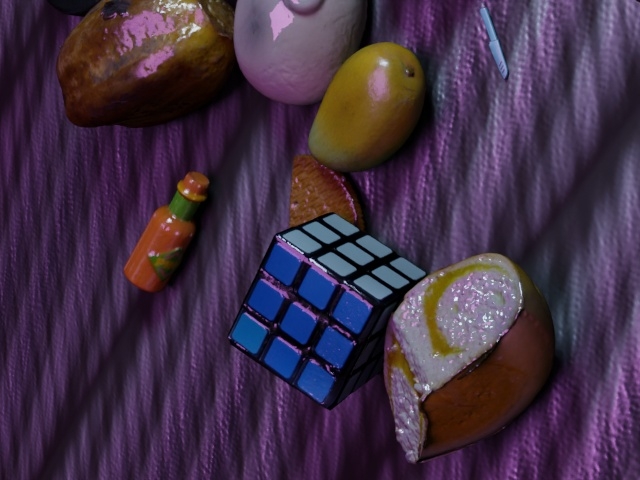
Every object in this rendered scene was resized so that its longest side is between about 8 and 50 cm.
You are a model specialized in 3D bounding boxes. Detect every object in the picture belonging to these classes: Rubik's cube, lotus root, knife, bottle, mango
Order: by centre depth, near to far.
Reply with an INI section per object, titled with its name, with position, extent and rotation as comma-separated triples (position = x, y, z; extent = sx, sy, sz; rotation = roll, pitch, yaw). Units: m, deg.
[knife]
position = 0.204, -0.231, 1.637
extent = 0.014, 0.005, 0.091
rotation = -27, 76, 36
[Rubik's cube]
position = 0.010, 0.082, 1.693
extent = 0.162, 0.163, 0.161
rotation = 33, 114, 15
[mango]
position = 0.054, -0.158, 1.711
extent = 0.194, 0.092, 0.130
rotation = -37, 72, 39
[lotus root]
position = -0.231, -0.256, 1.890
extent = 0.291, 0.193, 0.193
rotation = -19, 80, 41
[bottle]
position = -0.210, -0.016, 1.954
extent = 0.069, 0.069, 0.187
rotation = 46, 120, 29

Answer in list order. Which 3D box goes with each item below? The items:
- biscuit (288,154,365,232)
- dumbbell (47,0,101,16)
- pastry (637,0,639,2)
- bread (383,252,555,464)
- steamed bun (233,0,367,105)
[biscuit]
position = 0.009, -0.006, 1.798
extent = 0.126, 0.025, 0.206
rotation = 6, 98, 40
[dumbbell]
position = -0.412, -0.422, 1.939
extent = 0.203, 0.322, 0.204
rotation = 3, 94, 40
[pastry]
position = 0.430, -0.286, 1.375
extent = 0.257, 0.121, 0.236
rotation = 51, 118, 29
[bread]
position = 0.169, 0.137, 1.597
extent = 0.260, 0.156, 0.158
rotation = -43, 41, 20
[steamed bun]
position = -0.035, -0.285, 1.756
extent = 0.177, 0.130, 0.228
rotation = 30, 113, 38
